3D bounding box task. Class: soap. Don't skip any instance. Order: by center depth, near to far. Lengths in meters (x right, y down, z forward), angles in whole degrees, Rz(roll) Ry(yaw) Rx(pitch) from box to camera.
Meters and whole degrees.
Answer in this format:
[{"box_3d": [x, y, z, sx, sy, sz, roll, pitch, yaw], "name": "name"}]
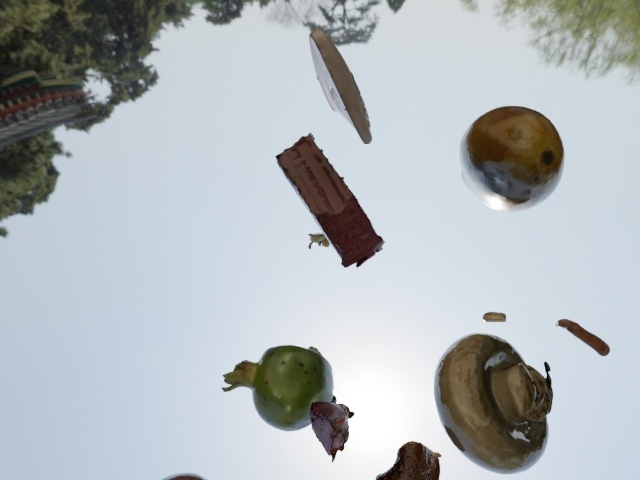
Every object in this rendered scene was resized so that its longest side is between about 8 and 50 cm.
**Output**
[{"box_3d": [0.026, -0.073, 0.991, 0.112, 0.182, 0.289, -33, -105, 5], "name": "soap"}]

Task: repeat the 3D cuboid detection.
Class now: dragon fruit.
[{"box_3d": [0.041, 0.475, 1.148, 0.096, 0.102, 0.147, 5, -168, -25], "name": "dragon fruit"}]

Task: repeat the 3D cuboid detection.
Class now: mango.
[{"box_3d": [0.342, -0.139, 0.852, 0.146, 0.316, 0.193, -37, -97, -4], "name": "mango"}]

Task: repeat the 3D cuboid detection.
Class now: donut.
[{"box_3d": [0.246, 0.656, 1.241, 0.186, 0.126, 0.144, -37, -160, 12], "name": "donut"}]

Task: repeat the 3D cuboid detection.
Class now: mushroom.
[{"box_3d": [0.479, 0.417, 1.190, 0.362, 0.294, 0.362, 23, -129, -32], "name": "mushroom"}]

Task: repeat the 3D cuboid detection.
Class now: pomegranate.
[{"box_3d": [-0.117, 0.423, 1.318, 0.340, 0.260, 0.260, 5, -141, -4], "name": "pomegranate"}]

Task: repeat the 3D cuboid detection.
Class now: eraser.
[{"box_3d": [0.042, -0.352, 0.994, 0.059, 0.243, 0.204, -28, -136, 0], "name": "eraser"}]

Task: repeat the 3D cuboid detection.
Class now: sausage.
[{"box_3d": [0.732, 0.266, 1.248, 0.158, 0.042, 0.036, 33, -178, 6], "name": "sausage"}]

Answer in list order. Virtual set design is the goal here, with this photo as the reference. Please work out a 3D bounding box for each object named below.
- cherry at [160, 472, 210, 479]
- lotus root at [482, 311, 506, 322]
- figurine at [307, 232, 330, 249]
[{"box_3d": [-0.293, 0.624, 0.982, 0.183, 0.266, 0.213, -18, -154, -26], "name": "cherry"}, {"box_3d": [0.626, 0.277, 1.620, 0.083, 0.030, 0.037, 1, -107, 3], "name": "lotus root"}, {"box_3d": [0.000, 0.000, 1.442, 0.083, 0.051, 0.047, -4, -165, -14], "name": "figurine"}]
